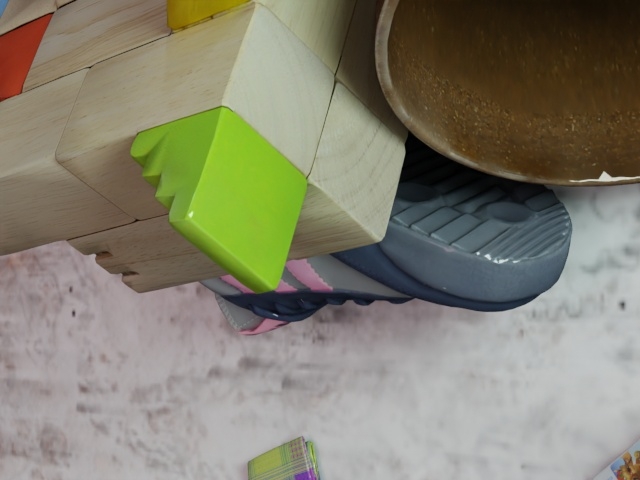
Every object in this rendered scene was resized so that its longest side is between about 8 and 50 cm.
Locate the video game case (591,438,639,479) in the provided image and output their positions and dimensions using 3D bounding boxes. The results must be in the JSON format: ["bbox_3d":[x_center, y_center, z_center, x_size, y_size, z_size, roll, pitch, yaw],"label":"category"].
[{"bbox_3d":[0.181,0.104,0.559,0.122,0.011,0.087,-49,56,31],"label":"video game case"}]

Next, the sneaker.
[{"bbox_3d":[0.000,0.000,0.699,0.319,0.112,0.131,24,121,46],"label":"sneaker"}]

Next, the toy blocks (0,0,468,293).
[{"bbox_3d":[-0.070,-0.122,0.632,0.261,0.191,0.381,-12,51,39],"label":"toy blocks"}]

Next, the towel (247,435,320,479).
[{"bbox_3d":[-0.017,0.160,0.754,0.060,0.009,0.083,-31,65,40],"label":"towel"}]

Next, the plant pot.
[{"bbox_3d":[0.119,-0.175,0.527,0.215,0.215,0.230,-32,51,39],"label":"plant pot"}]
